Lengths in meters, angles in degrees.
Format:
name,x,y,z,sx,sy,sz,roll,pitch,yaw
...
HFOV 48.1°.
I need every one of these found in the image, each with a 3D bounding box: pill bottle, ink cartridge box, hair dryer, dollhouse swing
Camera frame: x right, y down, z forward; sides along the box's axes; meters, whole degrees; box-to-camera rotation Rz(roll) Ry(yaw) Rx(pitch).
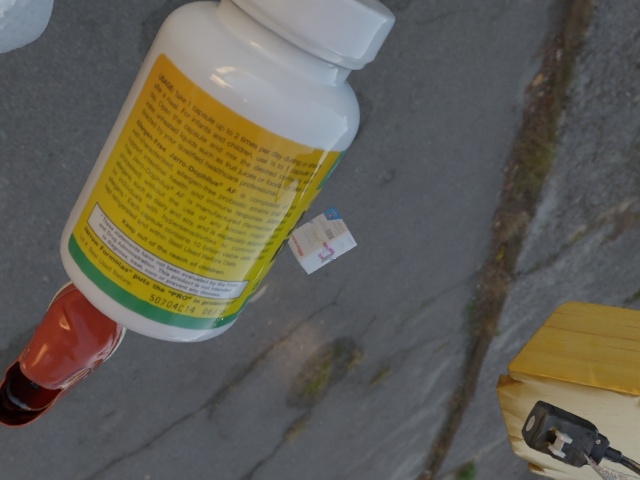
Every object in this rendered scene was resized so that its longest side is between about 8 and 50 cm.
name,x,y,z,sx,sy,sz,roll,pitch,yaw
pill bottle,-0.051,-0.054,0.397,0.117,0.117,0.208,0,130,-53
ink cartridge box,0.000,0.000,1.494,0.122,0.088,0.052,-30,136,1
hair dryer,0.256,0.253,0.486,0.080,0.293,0.223,-55,-166,28
dollhouse swing,0.454,0.162,1.018,0.305,0.315,0.347,-65,148,-29

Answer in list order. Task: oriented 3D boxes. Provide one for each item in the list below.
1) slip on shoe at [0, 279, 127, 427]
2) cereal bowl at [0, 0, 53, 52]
name,x,y,z,sx,sy,sz,roll,pitch,yaw
slip on shoe,-0.395,0.174,1.082,0.331,0.123,0.101,-45,-168,26
cereal bowl,-0.399,-0.320,0.651,0.141,0.339,0.339,-35,150,-34
